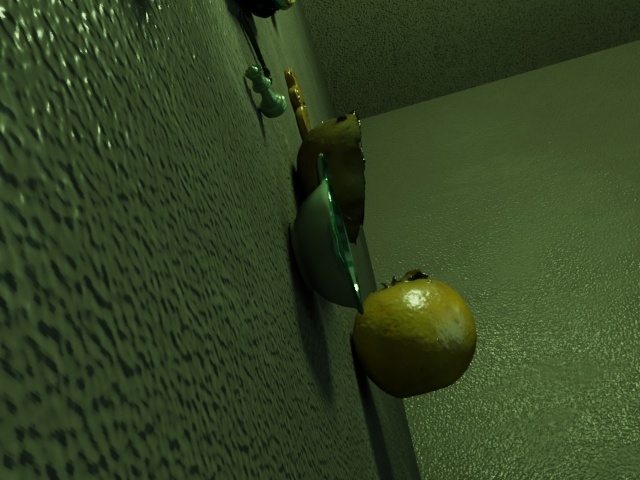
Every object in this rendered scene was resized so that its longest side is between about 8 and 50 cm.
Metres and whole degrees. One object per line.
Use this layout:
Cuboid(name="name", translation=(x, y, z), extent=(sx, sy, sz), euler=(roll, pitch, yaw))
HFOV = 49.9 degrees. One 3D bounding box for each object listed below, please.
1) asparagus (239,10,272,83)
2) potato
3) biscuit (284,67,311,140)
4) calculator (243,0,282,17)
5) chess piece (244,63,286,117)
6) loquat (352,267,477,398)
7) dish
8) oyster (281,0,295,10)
Cuboid(name="asparagus", translation=(-0.107, -0.320, 1.153), extent=(0.013, 0.016, 0.166), euler=(39, -13, 32))
Cuboid(name="potato", translation=(0.016, -0.107, 1.289), extent=(0.299, 0.116, 0.239), euler=(103, -21, -80))
Cuboid(name="biscuit", translation=(-0.047, -0.313, 1.613), extent=(0.133, 0.027, 0.183), euler=(59, 17, -74))
Cuboid(name="calculator", translation=(-0.135, -0.509, 1.149), extent=(0.274, 0.058, 0.248), euler=(-73, 146, -77))
Cuboid(name="chess piece", translation=(-0.084, -0.225, 1.023), extent=(0.093, 0.042, 0.042), euler=(57, 18, -55))
Cuboid(name="loquat", translation=(0.199, 0.197, 1.476), extent=(0.275, 0.275, 0.274), euler=(-15, 90, -84))
Cuboid(name="dish", translation=(0.000, 0.000, 1.038), extent=(0.224, 0.078, 0.246), euler=(36, 40, -80))
Cuboid(name="oyster", translation=(-0.111, -0.641, 1.689), extent=(0.209, 0.072, 0.133), euler=(56, 10, 10))
